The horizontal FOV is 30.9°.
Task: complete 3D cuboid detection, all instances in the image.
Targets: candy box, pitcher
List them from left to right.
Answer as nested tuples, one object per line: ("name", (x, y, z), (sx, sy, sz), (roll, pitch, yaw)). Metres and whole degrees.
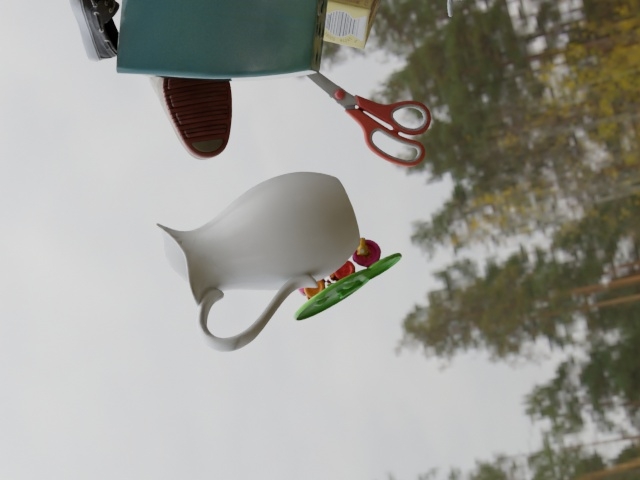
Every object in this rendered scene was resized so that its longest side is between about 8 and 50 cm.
("pitcher", (-0.056, 0.022, 1.271), (0.125, 0.207, 0.178), (85, 163, -59))
("candy box", (-0.053, -0.449, 2.066), (0.183, 0.316, 0.088), (-72, -6, -52))

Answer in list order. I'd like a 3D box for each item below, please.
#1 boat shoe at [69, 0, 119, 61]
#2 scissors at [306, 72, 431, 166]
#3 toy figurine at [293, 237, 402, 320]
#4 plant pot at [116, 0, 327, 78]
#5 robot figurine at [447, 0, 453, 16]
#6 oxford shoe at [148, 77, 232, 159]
("boat shoe", (-0.381, -0.395, 1.984), (0.228, 0.076, 0.080), (86, 179, -51))
("scissors", (0.041, -0.215, 1.855), (0.021, 0.297, 0.109), (-174, 107, -84))
("toy figurine", (0.000, 0.000, 1.606), (0.159, 0.173, 0.130), (59, 177, 12))
("plant pot", (-0.114, -0.279, 1.453), (0.165, 0.234, 0.166), (-46, -37, -81))
("robot figurine", (0.205, -0.461, 1.505), (0.300, 0.353, 0.200), (33, -147, 0))
("oxford shoe", (-0.242, -0.278, 2.084), (0.130, 0.123, 0.348), (120, 140, -56))
